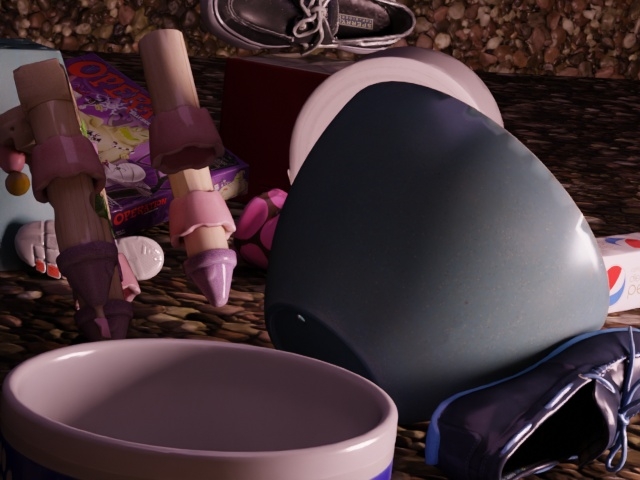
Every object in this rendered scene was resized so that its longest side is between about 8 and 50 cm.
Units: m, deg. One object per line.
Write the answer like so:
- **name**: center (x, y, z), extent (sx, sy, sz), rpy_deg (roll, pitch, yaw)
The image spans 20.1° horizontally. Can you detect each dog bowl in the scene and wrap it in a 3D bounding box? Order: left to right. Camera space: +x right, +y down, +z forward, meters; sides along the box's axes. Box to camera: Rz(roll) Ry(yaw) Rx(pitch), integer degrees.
- **dog bowl**: center (-0.084, 0.150, 1.216), extent (0.264, 0.104, 0.265), rpy_deg (5, 11, -1)

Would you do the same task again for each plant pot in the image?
- **plant pot**: center (-0.356, -0.099, 1.959), extent (0.165, 0.234, 0.165), rpy_deg (-2, 15, -31)
- **plant pot**: center (0.067, 0.040, 1.505), extent (0.290, 0.290, 0.195), rpy_deg (18, 52, 45)

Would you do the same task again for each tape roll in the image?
- **tape roll**: center (0.096, -0.107, 2.175), extent (0.246, 0.246, 0.169), rpy_deg (7, 12, 9)

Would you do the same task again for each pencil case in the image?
- **pencil case**: center (0.000, 0.000, 1.979), extent (0.209, 0.098, 0.095), rpy_deg (14, 15, 39)

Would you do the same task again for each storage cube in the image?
- **storage cube**: center (-0.014, -0.146, 2.432), extent (0.215, 0.193, 0.183), rpy_deg (14, 15, 32)

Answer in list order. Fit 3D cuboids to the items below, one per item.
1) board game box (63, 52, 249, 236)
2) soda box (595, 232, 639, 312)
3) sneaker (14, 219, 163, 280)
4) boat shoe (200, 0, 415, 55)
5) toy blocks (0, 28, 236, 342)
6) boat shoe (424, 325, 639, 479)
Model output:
- **board game box**: center (-0.274, -0.125, 2.250), extent (0.208, 0.056, 0.347), rpy_deg (-18, 39, -38)
- **soda box**: center (0.317, 0.037, 2.013), extent (0.216, 0.069, 0.074), rpy_deg (-6, 16, -44)
- **sneaker**: center (-0.248, 0.017, 1.923), extent (0.158, 0.061, 0.065), rpy_deg (11, -4, -7)
- **boat shoe**: center (-0.012, -0.307, 2.460), extent (0.306, 0.113, 0.105), rpy_deg (9, -6, -31)
- **toy blocks**: center (-0.230, 0.002, 1.663), extent (0.309, 0.260, 0.288), rpy_deg (-13, -17, -4)
- **boat shoe**: center (0.198, 0.148, 1.424), extent (0.258, 0.109, 0.089), rpy_deg (-24, 34, -34)
